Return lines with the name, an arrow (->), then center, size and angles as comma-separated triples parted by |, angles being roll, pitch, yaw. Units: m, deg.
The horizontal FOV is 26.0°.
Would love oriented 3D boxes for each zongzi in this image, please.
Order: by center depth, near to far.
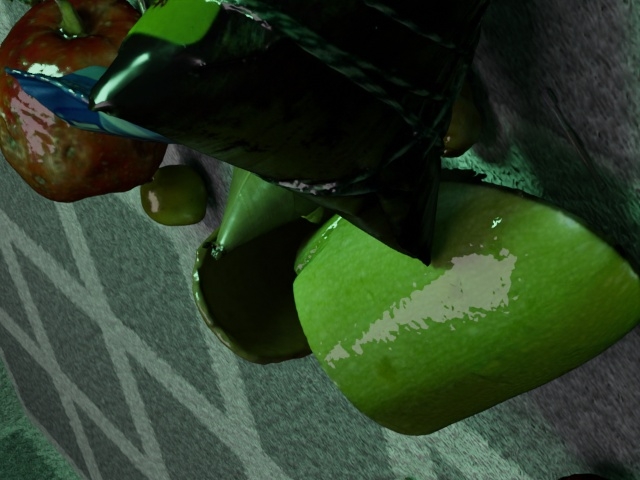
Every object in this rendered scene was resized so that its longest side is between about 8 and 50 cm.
zongzi -> 0.051, -0.211, 1.027 | 0.319, 0.383, 0.362 | 20, 167, -31
zongzi -> -0.061, -0.100, 1.366 | 0.228, 0.256, 0.115 | 39, 158, 39

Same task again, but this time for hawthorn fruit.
hawthorn fruit -> -0.297, -0.181, 1.758 | 0.258, 0.258, 0.262 | 54, 130, 11

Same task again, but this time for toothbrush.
toothbrush -> 0.210, -0.083, 1.149 | 0.097, 0.006, 0.008 | 59, 153, -1

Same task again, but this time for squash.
squash -> 0.149, 0.027, 1.237 | 0.233, 0.210, 0.309 | 41, 130, -15

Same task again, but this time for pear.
pear -> -0.199, -0.061, 1.899 | 0.092, 0.092, 0.097 | 22, 155, 54

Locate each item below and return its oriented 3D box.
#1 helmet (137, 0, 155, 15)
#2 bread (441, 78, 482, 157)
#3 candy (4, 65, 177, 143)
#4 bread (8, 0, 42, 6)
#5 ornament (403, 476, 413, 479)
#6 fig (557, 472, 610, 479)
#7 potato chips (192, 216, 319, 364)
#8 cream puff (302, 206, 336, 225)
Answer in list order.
helmet -> -0.124, -0.277, 1.394 | 0.257, 0.137, 0.204 | -139, 29, -82
bread -> 0.106, -0.125, 1.243 | 0.066, 0.060, 0.110 | -12, 110, 36
candy -> -0.160, -0.135, 1.460 | 0.187, 0.331, 0.077 | 16, 98, 27
bread -> -0.355, -0.361, 1.775 | 0.103, 0.156, 0.110 | 52, 176, 2
ornament -> 0.127, 0.408, 1.865 | 0.180, 0.059, 0.201 | 17, 135, 61
fig -> 0.274, 0.292, 1.374 | 0.128, 0.150, 0.128 | 177, 90, -66
potato chips -> -0.045, 0.046, 1.330 | 0.150, 0.202, 0.049 | 50, 131, 6
cream puff -> -0.004, 0.004, 1.487 | 0.194, 0.195, 0.221 | 48, 159, 23
